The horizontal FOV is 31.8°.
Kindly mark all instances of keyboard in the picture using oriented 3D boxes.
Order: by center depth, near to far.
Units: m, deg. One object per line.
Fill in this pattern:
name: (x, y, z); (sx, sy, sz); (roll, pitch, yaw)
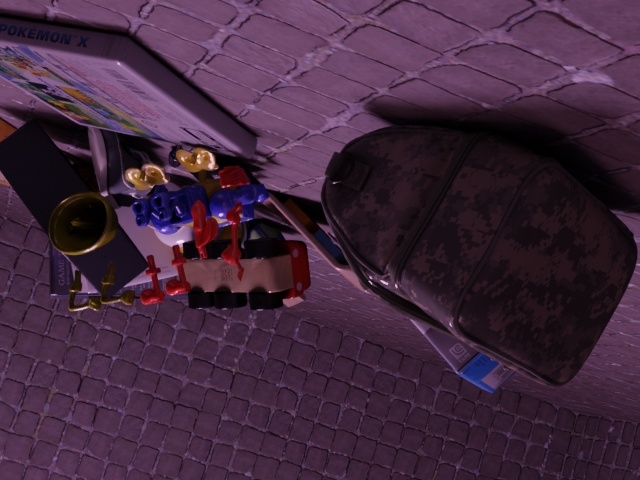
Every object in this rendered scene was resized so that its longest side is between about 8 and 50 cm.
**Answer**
keyboard: (-0.140, -0.101, 1.764); (0.100, 0.038, 0.192); (46, 162, -19)

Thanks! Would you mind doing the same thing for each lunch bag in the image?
lunch bag: (0.169, 0.003, 1.244); (0.256, 0.213, 0.305); (32, -178, 42)

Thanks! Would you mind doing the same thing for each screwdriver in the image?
screwdriver: (-0.213, -0.141, 1.688); (0.024, 0.025, 0.170); (19, 162, -7)

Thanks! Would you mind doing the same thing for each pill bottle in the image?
pill bottle: (-0.231, -0.033, 2.037); (0.117, 0.118, 0.208); (13, 170, 29)

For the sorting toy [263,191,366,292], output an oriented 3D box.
sorting toy: (0.000, 0.000, 1.880); (0.208, 0.038, 0.193); (42, 180, 21)

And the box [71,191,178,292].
box: (-0.377, -0.005, 2.102); (0.180, 0.182, 0.119); (-11, -178, -21)

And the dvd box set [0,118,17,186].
dvd box set: (-0.656, -0.181, 2.144); (0.307, 0.062, 0.420); (15, 170, 18)

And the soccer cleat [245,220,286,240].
soccer cleat: (-0.155, -0.008, 2.234); (0.121, 0.093, 0.289); (55, 160, -22)

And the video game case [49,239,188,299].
video game case: (-0.390, 0.020, 2.198); (0.274, 0.196, 0.026); (1, 156, -16)

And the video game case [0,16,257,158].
video game case: (-0.277, -0.194, 1.409); (0.299, 0.036, 0.329); (13, 171, 26)

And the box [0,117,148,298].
box: (-0.413, -0.052, 1.845); (0.261, 0.103, 0.184); (47, 174, 33)

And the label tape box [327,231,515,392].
label tape box: (0.189, 0.091, 1.901); (0.334, 0.106, 0.240); (48, -175, 25)

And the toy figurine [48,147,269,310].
toy figurine: (-0.195, -0.017, 1.647); (0.362, 0.191, 0.217); (-15, 178, 34)

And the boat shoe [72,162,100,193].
boat shoe: (-0.468, -0.121, 2.141); (0.064, 0.060, 0.178); (19, 175, 25)

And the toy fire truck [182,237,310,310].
toy fire truck: (-0.093, 0.063, 1.988); (0.217, 0.159, 0.246); (-2, -173, 37)

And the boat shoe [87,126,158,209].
boat shoe: (-0.305, -0.121, 1.771); (0.099, 0.116, 0.319); (-10, 171, -7)
